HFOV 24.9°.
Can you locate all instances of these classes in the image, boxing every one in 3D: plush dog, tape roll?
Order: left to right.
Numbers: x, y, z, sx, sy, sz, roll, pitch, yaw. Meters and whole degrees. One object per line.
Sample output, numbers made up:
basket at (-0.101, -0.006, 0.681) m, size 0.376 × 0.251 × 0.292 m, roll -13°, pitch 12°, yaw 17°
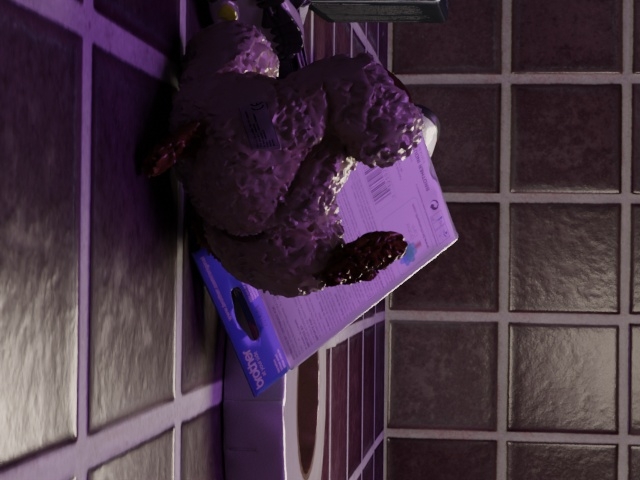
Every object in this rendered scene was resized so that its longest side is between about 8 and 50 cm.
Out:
plush dog at (-0.047, -0.043, 1.282) m, size 0.210 × 0.262 × 0.225 m, roll -44°, pitch 135°, yaw -31°
tape roll at (-0.048, 0.182, 1.734) m, size 0.392 × 0.072 × 0.392 m, roll 1°, pitch 90°, yaw -84°

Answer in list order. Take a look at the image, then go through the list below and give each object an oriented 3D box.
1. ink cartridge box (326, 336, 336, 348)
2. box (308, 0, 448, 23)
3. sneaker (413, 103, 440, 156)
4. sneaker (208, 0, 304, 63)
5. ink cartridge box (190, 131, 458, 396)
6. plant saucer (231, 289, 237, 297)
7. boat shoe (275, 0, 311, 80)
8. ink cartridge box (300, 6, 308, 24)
ink cartridge box at (-0.010, 0.004, 2.056) m, size 0.261 × 0.066 × 0.296 m, roll 7°, pitch 83°, yaw -82°
box at (0.091, -0.495, 2.235) m, size 0.395 × 0.212 × 0.293 m, roll -32°, pitch 122°, yaw -83°
sneaker at (0.080, -0.078, 2.158) m, size 0.270 × 0.090 × 0.145 m, roll -46°, pitch -167°, yaw 43°
sneaker at (-0.085, -0.284, 1.409) m, size 0.279 × 0.107 × 0.118 m, roll 85°, pitch -10°, yaw -59°
ink cartridge box at (0.000, 0.000, 1.509) m, size 0.311 × 0.065 × 0.186 m, roll -38°, pitch 122°, yaw -29°
plant saucer at (-0.095, 0.020, 1.560) m, size 0.083 × 0.015 × 0.083 m, roll 0°, pitch 90°, yaw -83°
boat shoe at (-0.045, -0.294, 1.716) m, size 0.078 × 0.070 × 0.219 m, roll -74°, pitch 162°, yaw -65°
ink cartridge box at (-0.038, -0.339, 1.977) m, size 0.145 × 0.045 × 0.179 m, roll -64°, pitch 172°, yaw -75°
